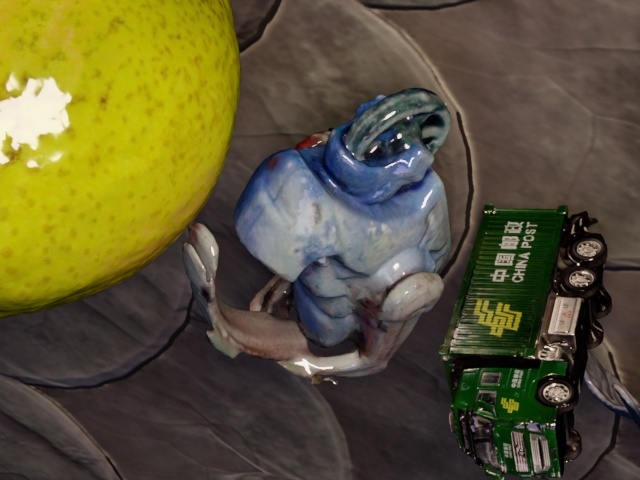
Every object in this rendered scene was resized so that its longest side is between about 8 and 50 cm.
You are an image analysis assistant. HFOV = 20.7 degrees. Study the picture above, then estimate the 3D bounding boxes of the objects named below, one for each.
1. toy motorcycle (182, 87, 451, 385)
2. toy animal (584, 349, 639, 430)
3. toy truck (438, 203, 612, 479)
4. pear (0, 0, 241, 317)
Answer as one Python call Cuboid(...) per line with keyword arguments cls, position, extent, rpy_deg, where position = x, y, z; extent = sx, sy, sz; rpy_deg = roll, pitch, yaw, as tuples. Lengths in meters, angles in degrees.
Cuboid(cls="toy motorcycle", position=(0.015, 0.015, 1.495), extent=(0.182, 0.241, 0.319), rpy_deg=(28, 156, 20))
Cuboid(cls="toy animal", position=(0.328, 0.174, 1.609), extent=(0.255, 0.239, 0.176), rpy_deg=(4, 118, -44))
Cuboid(cls="toy truck", position=(0.177, 0.083, 1.498), extent=(0.121, 0.259, 0.088), rpy_deg=(2, 133, 18))
Cuboid(cls="pear", position=(-0.249, -0.107, 1.400), extent=(0.391, 0.391, 0.391), rpy_deg=(11, 135, 11))
